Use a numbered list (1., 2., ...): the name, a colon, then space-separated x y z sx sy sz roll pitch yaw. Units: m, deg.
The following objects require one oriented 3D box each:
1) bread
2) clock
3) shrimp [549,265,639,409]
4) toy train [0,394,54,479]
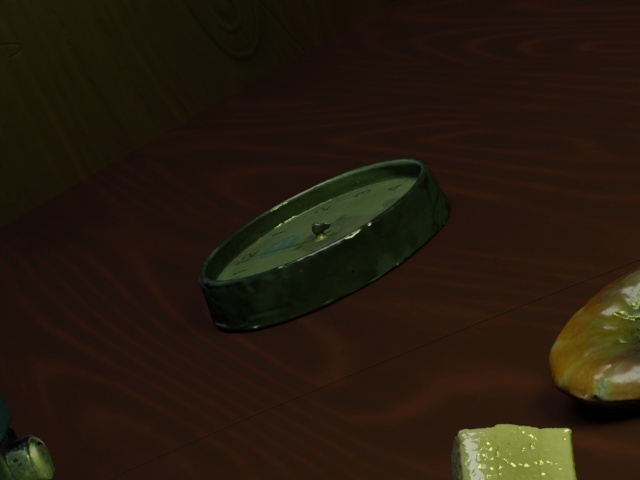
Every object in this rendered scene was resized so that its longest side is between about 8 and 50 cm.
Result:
1. bread: 0.116 0.193 1.087 0.077 0.105 0.152 1 50 0
2. clock: 0.000 0.000 1.927 0.280 0.055 0.280 -25 15 7
3. shrimp: 0.268 0.042 1.314 0.248 0.068 0.150 -41 32 -27
4. toy train: -0.399 0.204 1.643 0.299 0.202 0.131 -25 14 10
